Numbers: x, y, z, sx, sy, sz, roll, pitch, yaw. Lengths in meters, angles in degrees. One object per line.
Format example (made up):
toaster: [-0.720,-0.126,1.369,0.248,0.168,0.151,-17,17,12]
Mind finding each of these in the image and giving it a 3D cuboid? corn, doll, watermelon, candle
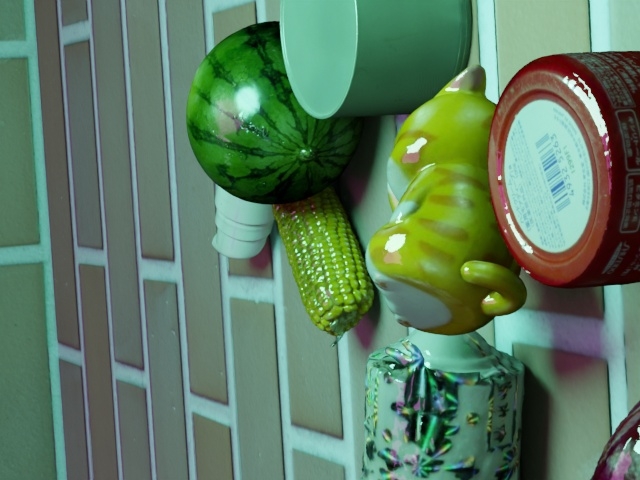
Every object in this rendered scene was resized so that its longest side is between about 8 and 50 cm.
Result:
corn: [0.000,0.000,2.176,0.101,0.101,0.310,114,147,-47]
doll: [0.135,-0.031,1.673,0.166,0.162,0.269,64,-156,-56]
watermelon: [-0.059,-0.164,2.103,0.242,0.242,0.242,175,90,-66]
candle: [0.140,0.182,1.796,0.187,0.187,0.330,-154,64,-63]

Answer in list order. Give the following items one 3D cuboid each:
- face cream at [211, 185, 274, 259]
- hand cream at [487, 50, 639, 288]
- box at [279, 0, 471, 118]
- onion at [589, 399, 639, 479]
face cream: [-0.092,-0.120,2.351,0.102,0.102,0.345,-122,35,-46]
hand cream: [0.267,-0.067,1.502,0.230,0.149,0.230,19,112,61]
box: [0.061,-0.259,1.919,0.226,0.149,0.226,175,90,-66]
onion: [0.341,0.267,1.409,0.280,0.146,0.314,51,135,45]
